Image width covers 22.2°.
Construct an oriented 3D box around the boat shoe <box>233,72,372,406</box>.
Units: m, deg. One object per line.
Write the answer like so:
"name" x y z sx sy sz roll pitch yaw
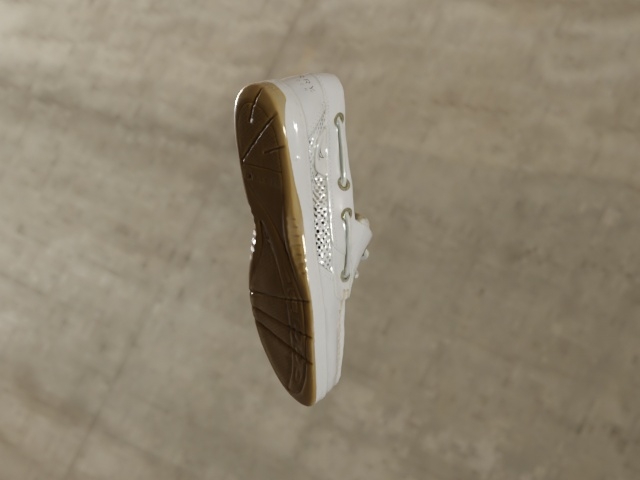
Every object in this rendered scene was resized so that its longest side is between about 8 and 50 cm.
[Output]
"boat shoe" 0.000 0.000 1.309 0.096 0.277 0.098 -18 27 -31
